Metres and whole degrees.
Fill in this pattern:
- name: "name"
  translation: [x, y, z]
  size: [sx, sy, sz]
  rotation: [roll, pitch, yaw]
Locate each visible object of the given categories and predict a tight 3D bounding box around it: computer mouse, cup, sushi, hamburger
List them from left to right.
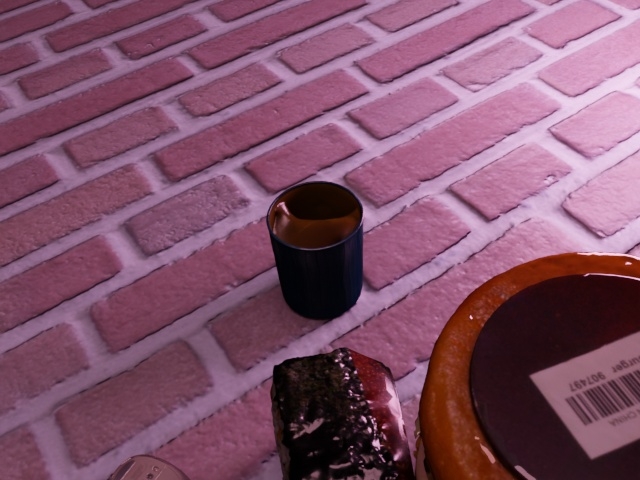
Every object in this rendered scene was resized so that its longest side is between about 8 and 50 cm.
- name: "computer mouse"
  translation: [-0.171, 0.262, 0.710]
  size: [0.096, 0.039, 0.066]
  rotation: [16, 49, 29]
- name: "cup"
  translation: [0.008, 0.005, 0.865]
  size: [0.113, 0.138, 0.150]
  rotation: [25, 54, 25]
- name: "sushi"
  translation: [0.018, 0.215, 0.670]
  size: [0.126, 0.136, 0.225]
  rotation: [-4, 44, -4]
- name: "hamburger"
  translation: [0.239, 0.190, 0.595]
  size: [0.329, 0.250, 0.330]
  rotation: [-2, 43, 2]
